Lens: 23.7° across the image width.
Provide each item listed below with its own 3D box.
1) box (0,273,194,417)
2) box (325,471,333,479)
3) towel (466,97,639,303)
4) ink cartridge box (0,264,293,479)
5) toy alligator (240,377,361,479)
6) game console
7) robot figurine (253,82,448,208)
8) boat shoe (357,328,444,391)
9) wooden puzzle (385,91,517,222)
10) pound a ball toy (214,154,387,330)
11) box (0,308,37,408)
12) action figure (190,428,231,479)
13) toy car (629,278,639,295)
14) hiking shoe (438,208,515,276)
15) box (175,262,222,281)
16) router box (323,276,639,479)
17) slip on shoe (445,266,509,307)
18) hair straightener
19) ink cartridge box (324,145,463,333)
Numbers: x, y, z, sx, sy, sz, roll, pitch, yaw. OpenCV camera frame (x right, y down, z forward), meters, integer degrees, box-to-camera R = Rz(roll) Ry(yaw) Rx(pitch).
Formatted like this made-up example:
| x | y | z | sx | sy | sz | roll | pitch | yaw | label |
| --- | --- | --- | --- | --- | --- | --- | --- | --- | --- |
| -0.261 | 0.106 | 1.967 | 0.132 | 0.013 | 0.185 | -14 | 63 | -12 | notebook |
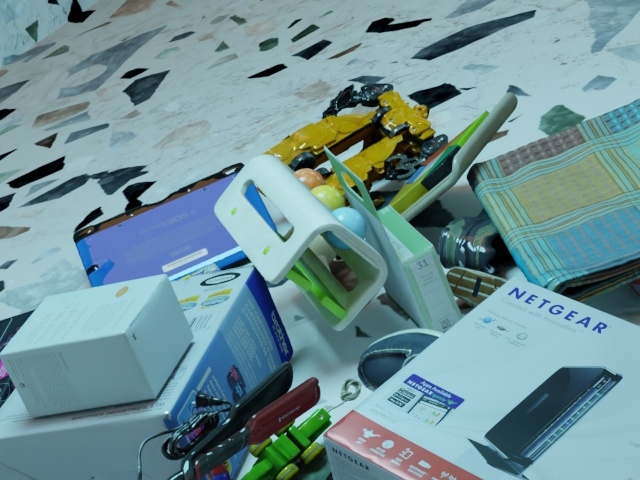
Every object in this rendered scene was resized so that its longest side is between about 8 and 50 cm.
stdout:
| x | y | z | sx | sy | sz | roll | pitch | yaw | label |
| --- | --- | --- | --- | --- | --- | --- | --- | --- | --- |
| -0.254 | 0.120 | 1.741 | 0.170 | 0.091 | 0.130 | -10 | 25 | 24 | box |
| 0.072 | 0.237 | 1.613 | 0.116 | 0.029 | 0.162 | 6 | 52 | 48 | box |
| 0.345 | -0.057 | 1.877 | 0.271 | 0.040 | 0.370 | -22 | 29 | 0 | towel |
| -0.206 | 0.173 | 1.883 | 0.270 | 0.151 | 0.395 | -11 | 27 | 22 | ink cartridge box |
| -0.024 | 0.227 | 1.740 | 0.190 | 0.056 | 0.051 | -39 | -13 | -30 | toy alligator |
| -0.222 | 0.011 | 2.405 | 0.293 | 0.173 | 0.250 | -24 | 55 | -5 | game console |
| 0.050 | -0.130 | 2.342 | 0.291 | 0.085 | 0.211 | -30 | 60 | -24 | robot figurine |
| 0.136 | 0.162 | 1.697 | 0.254 | 0.095 | 0.079 | 11 | 27 | 38 | boat shoe |
| 0.162 | -0.092 | 2.124 | 0.238 | 0.044 | 0.221 | -47 | 1 | 43 | wooden puzzle |
| 0.000 | 0.000 | 1.999 | 0.135 | 0.208 | 0.319 | -50 | 28 | 5 | pound a ball toy |
| -0.425 | 0.220 | 1.982 | 0.163 | 0.142 | 0.247 | -17 | 22 | 12 | box |
| -0.075 | 0.275 | 1.581 | 0.280 | 0.139 | 0.091 | -1 | 29 | 43 | action figure |
| 0.432 | 0.062 | 1.704 | 0.239 | 0.053 | 0.225 | -10 | 26 | 25 | toy car |
| 0.263 | -0.018 | 2.010 | 0.114 | 0.086 | 0.227 | 26 | 53 | 39 | hiking shoe |
| -0.209 | 0.097 | 2.172 | 0.169 | 0.054 | 0.059 | -27 | 24 | -11 | box |
| 0.225 | 0.193 | 1.467 | 0.335 | 0.082 | 0.301 | 23 | 47 | 40 | router box |
| 0.213 | 0.069 | 1.890 | 0.041 | 0.051 | 0.135 | 18 | 2 | -45 | slip on shoe |
| -0.108 | 0.199 | 1.597 | 0.089 | 0.047 | 0.230 | 29 | 53 | 36 | hair straightener |
| 0.091 | -0.008 | 1.914 | 0.056 | 0.235 | 0.171 | -26 | 24 | -8 | ink cartridge box |
